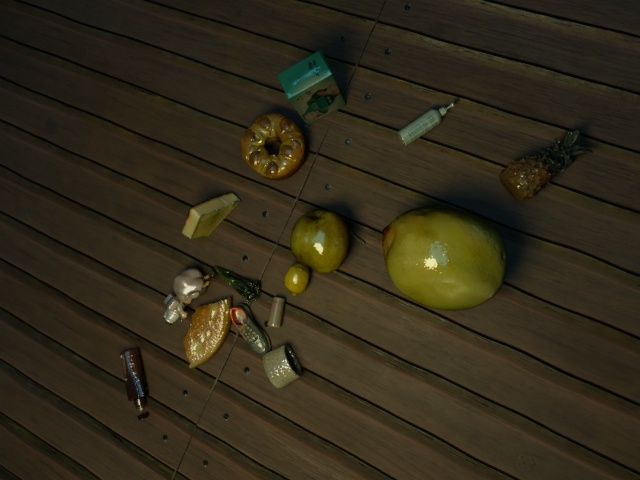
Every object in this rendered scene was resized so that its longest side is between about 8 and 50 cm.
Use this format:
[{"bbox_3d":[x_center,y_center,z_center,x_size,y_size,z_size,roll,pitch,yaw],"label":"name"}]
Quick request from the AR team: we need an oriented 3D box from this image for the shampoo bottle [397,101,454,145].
[{"bbox_3d":[0.339,-0.375,1.432,0.195,0.056,0.056,-33,77,6],"label":"shampoo bottle"}]

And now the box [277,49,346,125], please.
[{"bbox_3d":[-0.022,-0.474,1.433,0.153,0.245,0.092,-26,80,10],"label":"box"}]

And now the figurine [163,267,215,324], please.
[{"bbox_3d":[-0.456,0.175,1.521,0.112,0.137,0.228,35,86,-27],"label":"figurine"}]

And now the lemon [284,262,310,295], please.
[{"bbox_3d":[-0.076,0.125,1.452,0.082,0.082,0.110,20,94,15],"label":"lemon"}]

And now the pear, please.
[{"bbox_3d":[0.000,0.000,1.394,0.200,0.200,0.199,-2,82,13],"label":"pear"}]

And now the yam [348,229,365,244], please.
[{"bbox_3d":[0.102,-0.020,1.463,0.107,0.014,0.014,38,92,15],"label":"yam"}]

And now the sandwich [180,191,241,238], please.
[{"bbox_3d":[-0.380,-0.074,1.548,0.058,0.193,0.162,45,131,11],"label":"sandwich"}]

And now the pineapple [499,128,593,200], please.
[{"bbox_3d":[0.650,-0.221,1.307,0.248,0.128,0.128,-34,76,2],"label":"pineapple"}]

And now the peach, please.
[{"bbox_3d":[0.337,0.047,1.253,0.316,0.314,0.281,15,103,-24],"label":"peach"}]

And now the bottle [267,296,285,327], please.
[{"bbox_3d":[-0.143,0.233,1.473,0.045,0.045,0.096,9,82,14],"label":"bottle"}]

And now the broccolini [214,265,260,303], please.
[{"bbox_3d":[-0.283,0.142,1.527,0.201,0.074,0.058,27,133,32],"label":"broccolini"}]

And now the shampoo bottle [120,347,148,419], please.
[{"bbox_3d":[-0.630,0.490,1.542,0.067,0.068,0.236,-19,80,8],"label":"shampoo bottle"}]

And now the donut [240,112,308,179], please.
[{"bbox_3d":[-0.150,-0.311,1.510,0.227,0.114,0.226,-2,82,14],"label":"donut"}]

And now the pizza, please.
[{"bbox_3d":[-0.378,0.304,1.514,0.135,0.056,0.270,18,88,13],"label":"pizza"}]

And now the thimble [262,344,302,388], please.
[{"bbox_3d":[-0.122,0.396,1.418,0.090,0.102,0.115,-32,48,8],"label":"thimble"}]

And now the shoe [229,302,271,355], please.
[{"bbox_3d":[-0.236,0.292,1.469,0.074,0.077,0.194,-35,76,6],"label":"shoe"}]
